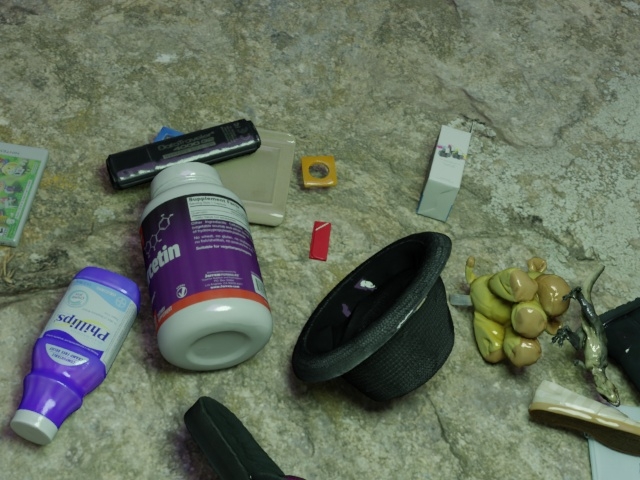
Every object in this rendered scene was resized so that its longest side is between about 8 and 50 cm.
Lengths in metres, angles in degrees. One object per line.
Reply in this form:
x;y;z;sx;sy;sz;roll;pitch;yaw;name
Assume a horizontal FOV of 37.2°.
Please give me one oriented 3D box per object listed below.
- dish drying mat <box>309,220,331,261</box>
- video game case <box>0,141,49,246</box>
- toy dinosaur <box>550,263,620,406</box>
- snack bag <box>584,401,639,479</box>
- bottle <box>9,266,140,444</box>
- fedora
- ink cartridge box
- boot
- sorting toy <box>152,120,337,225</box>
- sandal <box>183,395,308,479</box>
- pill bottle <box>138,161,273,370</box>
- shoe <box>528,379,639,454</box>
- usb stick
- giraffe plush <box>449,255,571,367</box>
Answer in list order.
0.000;0.000;1.706;0.032;0.008;0.083;10;53;-3;dish drying mat
-0.596;-0.091;1.659;0.193;0.023;0.212;9;53;-3;video game case
0.436;0.141;1.563;0.118;0.064;0.268;28;52;-35;toy dinosaur
0.583;0.412;1.492;0.342;0.037;0.323;6;53;-2;snack bag
-0.378;0.174;1.460;0.118;0.092;0.283;20;53;4;bottle
0.113;0.140;1.511;0.152;0.334;0.334;51;55;-15;fedora
0.235;-0.139;1.789;0.061;0.104;0.181;17;52;2;ink cartridge box
0.604;0.178;1.605;0.246;0.094;0.207;-22;47;-16;boot
-0.143;-0.118;1.745;0.347;0.047;0.196;8;60;-1;sorting toy
-0.027;0.371;1.320;0.107;0.167;0.446;-44;67;4;sandal
-0.193;0.035;1.539;0.181;0.181;0.323;-7;55;-15;pill bottle
0.442;0.279;1.507;0.219;0.077;0.058;18;57;10;shoe
-0.245;-0.155;1.703;0.278;0.045;0.077;-18;57;-15;usb stick
0.349;0.108;1.617;0.170;0.181;0.210;-7;21;-27;giraffe plush
